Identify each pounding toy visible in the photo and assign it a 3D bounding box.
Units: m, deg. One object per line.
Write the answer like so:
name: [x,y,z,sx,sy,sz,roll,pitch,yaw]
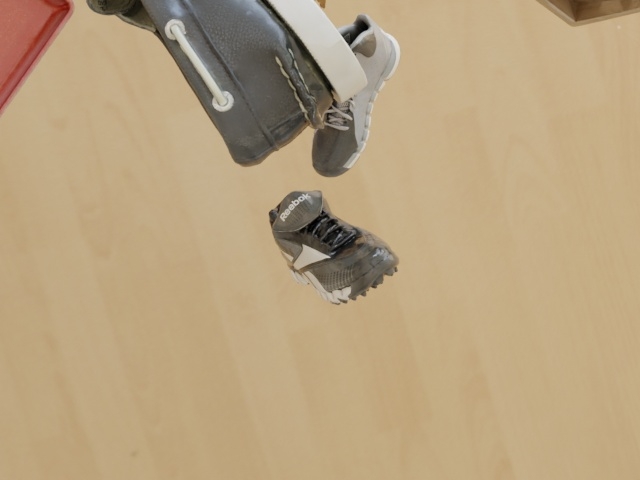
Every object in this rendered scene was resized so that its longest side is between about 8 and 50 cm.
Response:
pounding toy: [0.367,-0.320,1.603,0.181,0.206,0.094,-8,70,40]

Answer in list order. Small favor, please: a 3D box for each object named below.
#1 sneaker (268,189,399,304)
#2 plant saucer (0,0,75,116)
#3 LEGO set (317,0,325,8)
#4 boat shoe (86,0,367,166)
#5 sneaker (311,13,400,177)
sneaker: [0.000,0.000,1.374,0.078,0.234,0.106,-38,106,-12]
plant saucer: [-0.455,-0.241,1.553,0.258,0.048,0.259,35,95,-8]
LEGO set: [-0.116,-0.341,1.259,0.192,0.255,0.331,-32,130,0]
boat shoe: [-0.099,-0.165,0.789,0.091,0.114,0.302,-40,59,-4]
sneaker: [0.024,-0.210,1.859,0.086,0.132,0.228,14,74,31]
